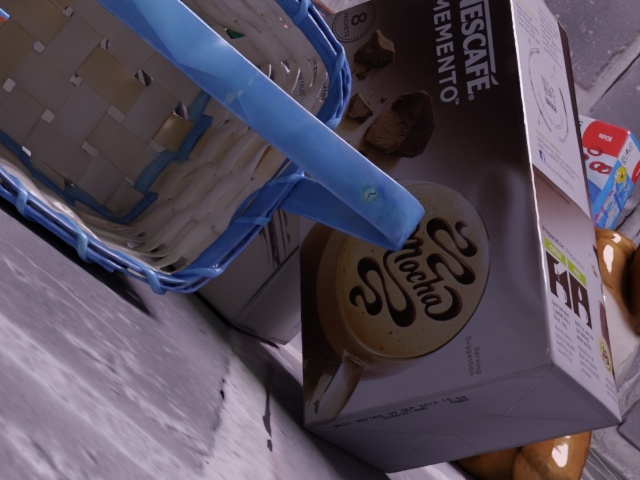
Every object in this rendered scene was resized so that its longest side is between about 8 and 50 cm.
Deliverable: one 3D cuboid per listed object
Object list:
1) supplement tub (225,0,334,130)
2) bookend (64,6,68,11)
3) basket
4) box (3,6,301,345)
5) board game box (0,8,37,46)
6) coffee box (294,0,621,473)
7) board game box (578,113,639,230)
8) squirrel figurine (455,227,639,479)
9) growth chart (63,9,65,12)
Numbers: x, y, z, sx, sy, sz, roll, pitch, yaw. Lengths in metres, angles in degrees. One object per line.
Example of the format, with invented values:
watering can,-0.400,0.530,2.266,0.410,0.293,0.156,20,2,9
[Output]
supplement tub,-0.038,-0.142,1.183,0.106,0.106,0.198,41,18,-5
bookend,-0.168,-0.156,1.236,0.157,0.072,0.156,39,-42,34
basket,-0.100,-0.094,0.764,0.255,0.201,0.289,40,-6,-29
box,-0.105,-0.050,1.047,0.275,0.094,0.113,42,4,22
board game box,-0.294,-0.197,1.178,0.210,0.047,0.160,41,3,-30
coffee box,0.082,-0.018,0.924,0.119,0.168,0.297,38,43,-50
board game box,0.200,-0.033,1.776,0.308,0.302,0.086,21,-12,32
squirrel figurine,0.097,0.040,1.310,0.370,0.281,0.397,31,-11,4
growth chart,-0.195,-0.223,1.301,0.237,0.172,0.021,24,13,5
